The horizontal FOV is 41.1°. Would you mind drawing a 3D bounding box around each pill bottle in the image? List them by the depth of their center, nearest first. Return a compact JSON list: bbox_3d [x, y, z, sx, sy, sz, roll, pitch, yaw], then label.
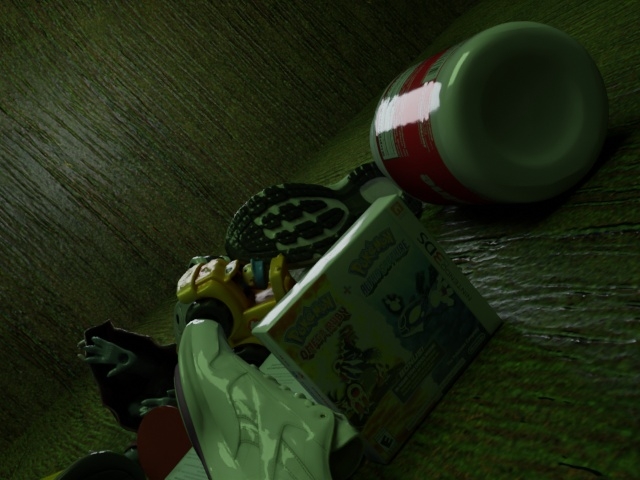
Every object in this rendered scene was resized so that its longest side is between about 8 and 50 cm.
[{"bbox_3d":[0.211,-0.164,1.238,0.229,0.229,0.408,-43,10,-9],"label":"pill bottle"}]

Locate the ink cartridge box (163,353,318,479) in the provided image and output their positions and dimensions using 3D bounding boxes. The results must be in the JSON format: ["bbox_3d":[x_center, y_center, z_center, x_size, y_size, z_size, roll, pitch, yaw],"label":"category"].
[{"bbox_3d":[-0.066,0.251,1.002,0.330,0.071,0.324,-50,14,-25],"label":"ink cartridge box"}]

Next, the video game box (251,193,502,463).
[{"bbox_3d":[0.064,0.087,0.870,0.205,0.187,0.048,-47,11,-21],"label":"video game box"}]

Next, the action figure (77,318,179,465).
[{"bbox_3d":[-0.289,0.251,1.472,0.276,0.248,0.370,-10,-20,-7],"label":"action figure"}]

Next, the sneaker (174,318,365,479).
[{"bbox_3d":[-0.047,0.188,0.821,0.152,0.114,0.305,-22,49,-9],"label":"sneaker"}]

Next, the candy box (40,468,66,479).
[{"bbox_3d":[-0.396,0.443,1.241,0.105,0.027,0.205,-29,49,44],"label":"candy box"}]

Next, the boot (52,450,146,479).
[{"bbox_3d":[-0.361,0.421,1.037,0.284,0.138,0.377,-15,48,64],"label":"boot"}]

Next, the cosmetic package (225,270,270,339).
[{"bbox_3d":[-0.109,0.136,1.532,0.127,0.107,0.238,-41,8,6],"label":"cosmetic package"}]

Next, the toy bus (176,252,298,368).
[{"bbox_3d":[-0.072,0.096,1.257,0.211,0.220,0.149,-35,14,12],"label":"toy bus"}]

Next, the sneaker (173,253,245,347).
[{"bbox_3d":[-0.169,0.107,1.427,0.121,0.079,0.216,-6,-38,-28],"label":"sneaker"}]

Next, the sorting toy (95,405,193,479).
[{"bbox_3d":[-0.263,0.356,1.287,0.366,0.127,0.126,-39,-19,28],"label":"sorting toy"}]

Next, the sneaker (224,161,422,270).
[{"bbox_3d":[0.000,0.000,1.464,0.410,0.158,0.182,-16,-31,-41],"label":"sneaker"}]
